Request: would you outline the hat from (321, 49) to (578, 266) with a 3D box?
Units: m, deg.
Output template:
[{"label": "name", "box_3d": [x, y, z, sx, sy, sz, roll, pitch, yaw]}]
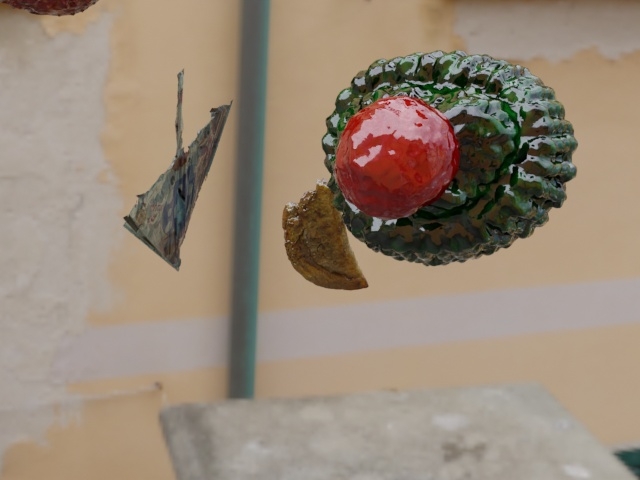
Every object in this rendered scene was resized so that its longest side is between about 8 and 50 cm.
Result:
[{"label": "hat", "box_3d": [0.102, -0.097, 1.347, 0.274, 0.242, 0.332, -23, -11, 24]}]

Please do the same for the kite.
[{"label": "kite", "box_3d": [-0.221, -0.103, 2.013, 0.014, 0.368, 0.406, 15, 36, 13]}]

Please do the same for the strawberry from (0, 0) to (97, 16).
[{"label": "strawberry", "box_3d": [-0.408, -0.456, 1.822, 0.343, 0.292, 0.292, 39, -5, -33]}]

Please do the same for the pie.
[{"label": "pie", "box_3d": [0.000, 0.000, 1.632, 0.092, 0.170, 0.034, -14, 30, 1]}]
